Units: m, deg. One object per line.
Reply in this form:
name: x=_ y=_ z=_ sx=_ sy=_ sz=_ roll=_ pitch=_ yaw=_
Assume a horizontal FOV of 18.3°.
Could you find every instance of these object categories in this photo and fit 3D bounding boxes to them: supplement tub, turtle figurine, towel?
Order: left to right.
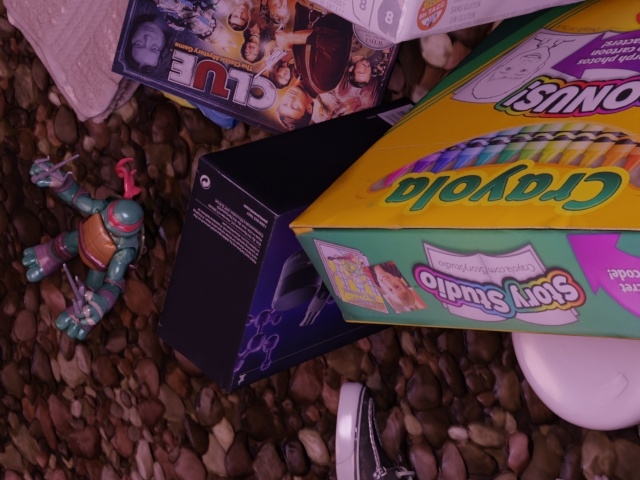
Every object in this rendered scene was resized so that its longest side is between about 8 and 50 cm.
turtle figurine: x=-0.237 y=0.007 z=2.057 sx=0.234 sy=0.118 sz=0.175 roll=-50 pitch=52 yaw=58
towel: x=-0.217 y=-0.262 z=1.995 sx=0.187 sy=0.049 sz=0.282 roll=53 pitch=133 yaw=16
supplement tub: x=0.257 y=0.052 z=1.527 sx=0.144 sy=0.200 sz=0.144 roll=17 pitch=114 yaw=41

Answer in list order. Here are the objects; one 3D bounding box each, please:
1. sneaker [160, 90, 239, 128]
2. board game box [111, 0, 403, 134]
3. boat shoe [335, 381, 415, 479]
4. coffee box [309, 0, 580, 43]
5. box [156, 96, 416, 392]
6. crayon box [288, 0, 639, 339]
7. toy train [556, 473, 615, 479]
sneaker: x=-0.056 y=-0.196 z=1.850 sx=0.126 sy=0.091 sz=0.240 roll=43 pitch=132 yaw=2
board game box: x=-0.052 y=-0.185 z=1.777 sx=0.243 sy=0.042 sz=0.165 roll=20 pitch=122 yaw=3
boat shoe: x=0.057 y=0.239 z=1.887 sx=0.070 sy=0.078 sz=0.219 roll=-5 pitch=98 yaw=10
coffee box: x=0.080 y=-0.380 z=1.454 sx=0.337 sy=0.338 sz=0.334 roll=32 pitch=123 yaw=34
box: x=0.000 y=0.000 z=1.717 sx=0.103 sy=0.261 sz=0.184 roll=39 pitch=128 yaw=29
crayon box: x=0.208 y=-0.064 z=1.431 sx=0.363 sy=0.313 sz=0.106 roll=0 pitch=126 yaw=48
toy train: x=0.300 y=0.175 z=1.606 sx=0.248 sy=0.105 sz=0.143 roll=21 pitch=107 yaw=38
